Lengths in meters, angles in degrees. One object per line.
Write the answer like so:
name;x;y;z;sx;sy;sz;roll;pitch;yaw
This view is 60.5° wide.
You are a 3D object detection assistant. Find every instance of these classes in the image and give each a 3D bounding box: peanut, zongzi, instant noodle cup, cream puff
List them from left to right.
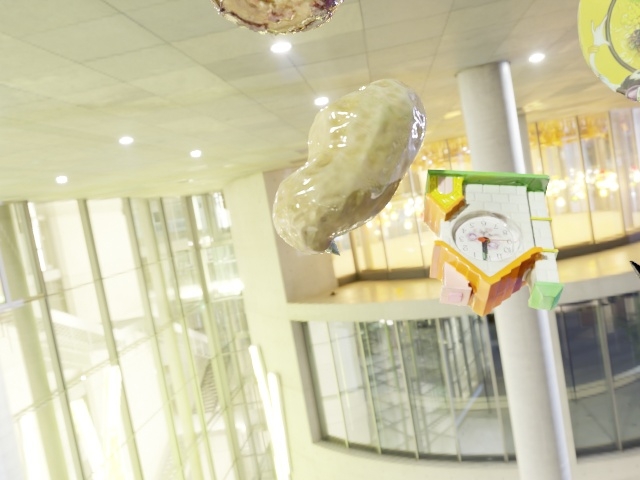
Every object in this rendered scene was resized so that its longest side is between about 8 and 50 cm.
cream puff;-0.085;-0.570;1.077;0.351;0.350;0.228;-9;-136;15
zongzi;0.000;0.000;1.152;0.055;0.119;0.109;-48;-175;7
peanut;0.054;-0.139;0.967;0.387;0.192;0.170;-56;-163;-23
instant noodle cup;0.477;-0.296;0.692;0.236;0.215;0.216;-22;-169;-38

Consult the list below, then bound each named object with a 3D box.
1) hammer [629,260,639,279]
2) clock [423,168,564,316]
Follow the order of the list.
hammer;0.433;0.043;0.589;0.044;0.152;0.427;-30;160;8
clock;0.290;0.000;0.954;0.220;0.106;0.255;3;-133;8
